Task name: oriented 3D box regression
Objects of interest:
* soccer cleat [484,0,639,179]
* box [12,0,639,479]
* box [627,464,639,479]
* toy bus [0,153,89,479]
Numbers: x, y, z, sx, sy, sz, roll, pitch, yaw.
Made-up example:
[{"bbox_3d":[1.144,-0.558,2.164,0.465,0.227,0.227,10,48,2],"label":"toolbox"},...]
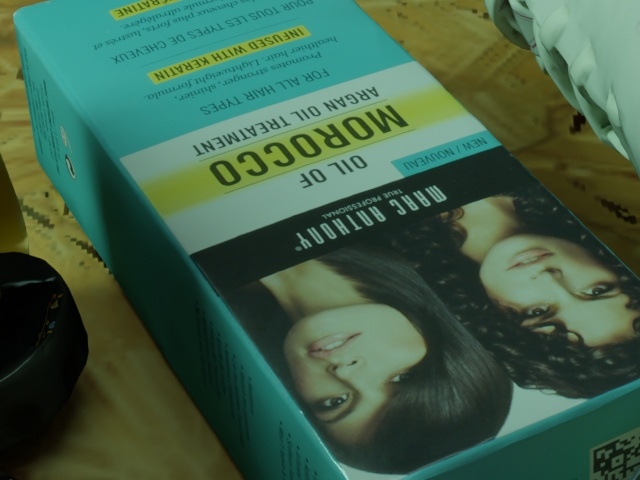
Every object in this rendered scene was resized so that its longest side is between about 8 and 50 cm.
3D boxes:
[{"bbox_3d":[0.105,-0.072,0.583,0.143,0.116,0.331,-3,32,16],"label":"soccer cleat"},{"bbox_3d":[0.000,0.000,0.530,0.100,0.060,0.244,-20,41,-19],"label":"box"},{"bbox_3d":[0.139,0.166,0.303,0.293,0.073,0.295,21,46,29],"label":"box"},{"bbox_3d":[-0.177,0.039,0.453,0.211,0.149,0.220,-17,36,9],"label":"toy bus"}]
